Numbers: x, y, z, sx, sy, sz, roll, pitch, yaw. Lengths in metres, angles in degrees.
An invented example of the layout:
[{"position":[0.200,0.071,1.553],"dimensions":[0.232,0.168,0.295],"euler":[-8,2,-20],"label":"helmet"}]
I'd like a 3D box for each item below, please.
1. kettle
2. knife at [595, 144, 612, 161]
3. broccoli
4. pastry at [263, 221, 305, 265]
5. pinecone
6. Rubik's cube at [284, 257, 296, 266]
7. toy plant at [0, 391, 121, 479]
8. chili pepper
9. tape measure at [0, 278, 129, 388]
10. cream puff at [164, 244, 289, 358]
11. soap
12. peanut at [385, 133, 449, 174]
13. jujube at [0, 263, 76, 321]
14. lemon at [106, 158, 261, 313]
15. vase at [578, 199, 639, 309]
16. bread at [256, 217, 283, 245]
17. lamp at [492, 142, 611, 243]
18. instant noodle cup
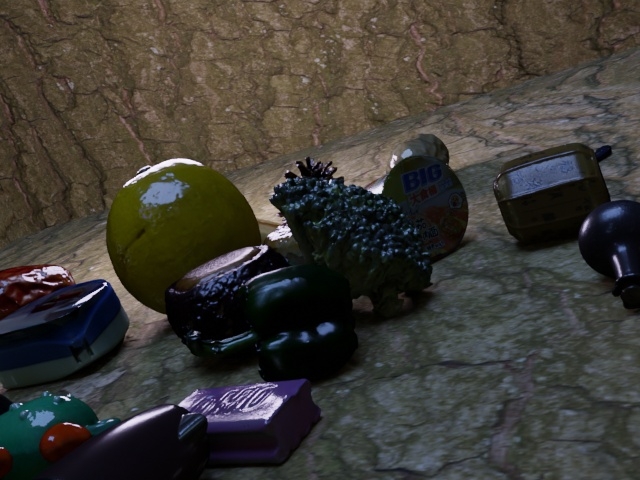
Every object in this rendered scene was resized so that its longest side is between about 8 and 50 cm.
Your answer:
[{"position":[-0.240,0.304,1.018],"dimensions":[0.202,0.144,0.232],"euler":[-48,-8,30],"label":"kettle"},{"position":[0.606,-0.182,1.868],"dimensions":[0.121,0.018,0.031],"euler":[-29,24,-30],"label":"knife"},{"position":[0.037,0.025,1.456],"dimensions":[0.248,0.246,0.288],"euler":[3,29,-49],"label":"broccoli"},{"position":[-0.005,0.002,1.817],"dimensions":[0.257,0.121,0.235],"euler":[-31,13,-29],"label":"pastry"},{"position":[-0.015,-0.114,2.116],"dimensions":[0.207,0.208,0.208],"euler":[-19,14,5],"label":"pinecone"},{"position":[-0.085,0.086,1.653],"dimensions":[0.111,0.111,0.093],"euler":[-10,45,34],"label":"Rubik's cube"},{"position":[-0.443,0.295,1.172],"dimensions":[0.400,0.279,0.185],"euler":[-21,54,23],"label":"toy plant"},{"position":[-0.073,0.131,1.299],"dimensions":[0.261,0.174,0.165],"euler":[-14,10,1],"label":"chili pepper"},{"position":[-0.545,0.194,1.792],"dimensions":[0.259,0.138,0.262],"euler":[-12,16,24],"label":"tape measure"},{"position":[-0.155,0.112,1.497],"dimensions":[0.239,0.165,0.239],"euler":[-23,12,5],"label":"cream puff"},{"position":[-0.113,0.247,1.144],"dimensions":[0.203,0.066,0.122],"euler":[-12,16,31],"label":"soap"},{"position":[0.255,-0.194,2.150],"dimensions":[0.152,0.152,0.313],"euler":[-16,9,17],"label":"peanut"},{"position":[-0.766,0.168,2.091],"dimensions":[0.318,0.223,0.223],"euler":[-20,12,-33],"label":"jujube"},{"position":[-0.297,-0.008,1.815],"dimensions":[0.347,0.348,0.348],"euler":[-19,14,5],"label":"lemon"},{"position":[0.426,0.023,1.180],"dimensions":[0.120,0.120,0.183],"euler":[-14,30,21],"label":"vase"},{"position":[-0.130,0.029,2.070],"dimensions":[0.178,0.135,0.240],"euler":[12,10,-10],"label":"bread"},{"position":[0.410,-0.084,1.494],"dimensions":[0.185,0.161,0.161],"euler":[-18,14,18],"label":"lamp"},{"position":[0.166,-0.054,1.657],"dimensions":[0.205,0.205,0.153],"euler":[-27,7,-28],"label":"instant noodle cup"}]
